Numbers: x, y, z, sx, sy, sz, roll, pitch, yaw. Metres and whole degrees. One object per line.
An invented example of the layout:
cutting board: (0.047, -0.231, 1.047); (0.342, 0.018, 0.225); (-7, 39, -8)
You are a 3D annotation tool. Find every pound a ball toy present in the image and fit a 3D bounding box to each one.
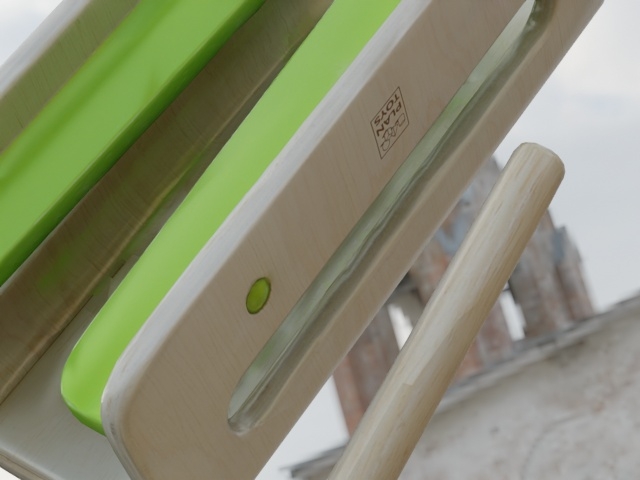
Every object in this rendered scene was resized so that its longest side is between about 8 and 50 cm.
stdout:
pound a ball toy: (0.000, 0.000, 0.571); (0.319, 0.208, 0.136); (-53, -31, -24)
